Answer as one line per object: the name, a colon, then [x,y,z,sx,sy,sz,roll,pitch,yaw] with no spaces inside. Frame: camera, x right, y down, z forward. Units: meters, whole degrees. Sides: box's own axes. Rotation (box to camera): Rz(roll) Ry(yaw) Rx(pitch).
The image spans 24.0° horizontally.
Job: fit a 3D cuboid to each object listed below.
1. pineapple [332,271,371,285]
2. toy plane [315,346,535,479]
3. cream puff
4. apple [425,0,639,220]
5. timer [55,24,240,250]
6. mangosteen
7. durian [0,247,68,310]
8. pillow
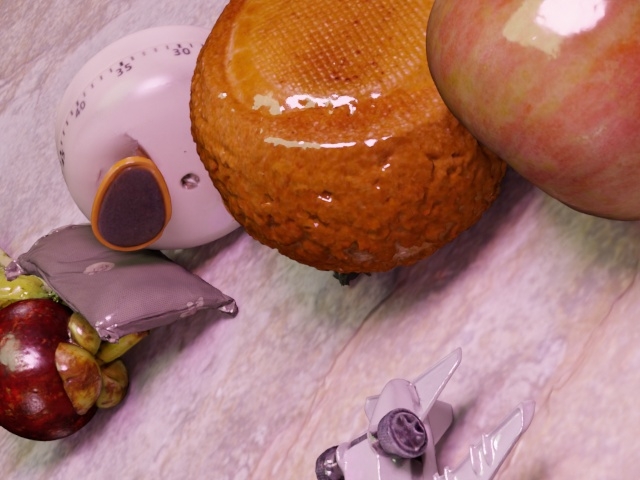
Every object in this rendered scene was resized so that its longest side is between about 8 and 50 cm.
pineapple: [0.000,0.000,1.404,0.058,0.058,0.124,-45,42,13]
toy plane: [0.058,0.208,1.130,0.251,0.101,0.255,-36,38,43]
cream puff: [0.031,-0.101,1.308,0.303,0.212,0.303,-3,48,3]
apple: [0.217,-0.147,1.101,0.234,0.257,0.257,-49,35,23]
timer: [-0.152,-0.110,1.513,0.233,0.233,0.240,-43,40,15]
mangosteen: [-0.259,0.132,1.537,0.181,0.145,0.156,-4,45,-3]
durian: [-0.383,0.080,1.751,0.169,0.158,0.352,-29,28,-25]
pillow: [-0.205,0.032,1.526,0.255,0.169,0.059,27,119,53]
